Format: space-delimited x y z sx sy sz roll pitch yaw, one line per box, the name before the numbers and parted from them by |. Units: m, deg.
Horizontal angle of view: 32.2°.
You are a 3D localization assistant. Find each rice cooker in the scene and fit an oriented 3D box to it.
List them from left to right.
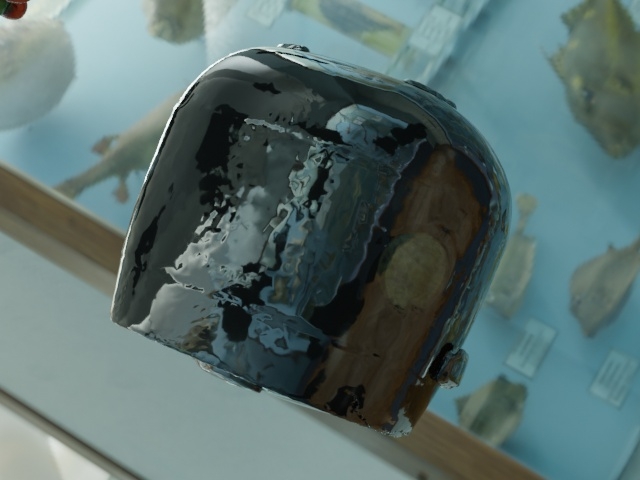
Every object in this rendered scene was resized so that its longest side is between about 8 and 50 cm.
rice cooker | 0.000 0.000 0.767 0.267 0.267 0.224 52 -122 -77

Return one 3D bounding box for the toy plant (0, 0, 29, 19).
toy plant | -0.489 -0.277 1.183 0.279 0.400 0.185 54 -149 -34
